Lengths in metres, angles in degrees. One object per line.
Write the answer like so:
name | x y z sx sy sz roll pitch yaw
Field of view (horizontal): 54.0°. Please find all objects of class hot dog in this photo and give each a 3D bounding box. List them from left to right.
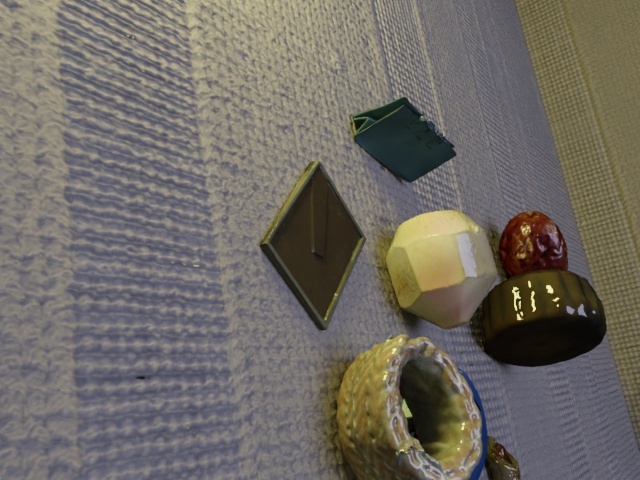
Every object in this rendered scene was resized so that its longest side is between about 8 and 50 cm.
hot dog | 0.408 0.508 1.386 0.078 0.061 0.169 -10 82 -59

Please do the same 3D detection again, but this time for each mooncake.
mooncake | 0.546 0.188 1.556 0.290 0.290 0.161 38 40 -41

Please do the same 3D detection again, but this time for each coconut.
coconut | 0.252 0.062 1.258 0.237 0.197 0.237 41 37 -42

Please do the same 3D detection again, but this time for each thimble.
thimble | 0.138 0.274 0.969 0.196 0.148 0.229 18 56 -25

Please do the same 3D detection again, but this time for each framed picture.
framed picture | 0.000 0.000 1.068 0.189 0.023 0.260 56 35 -23

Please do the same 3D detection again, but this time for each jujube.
jujube | 0.627 0.055 1.850 0.197 0.197 0.290 -51 132 -54

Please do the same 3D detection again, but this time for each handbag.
handbag | 0.182 -0.214 1.343 0.221 0.144 0.057 33 46 -43

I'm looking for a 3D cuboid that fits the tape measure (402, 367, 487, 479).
tape measure | 0.271 0.402 1.207 0.351 0.097 0.215 58 35 -24
